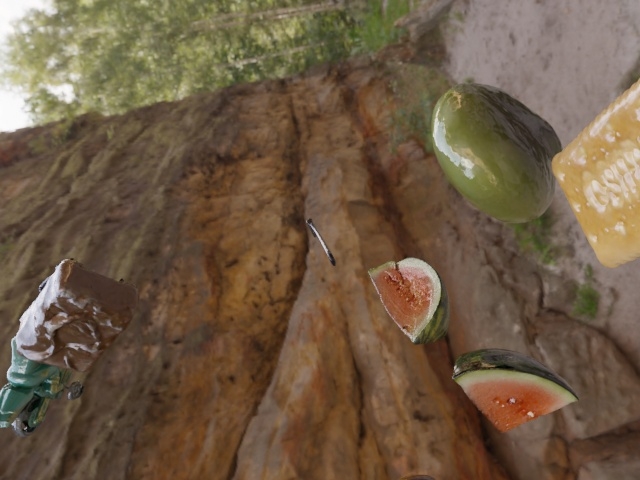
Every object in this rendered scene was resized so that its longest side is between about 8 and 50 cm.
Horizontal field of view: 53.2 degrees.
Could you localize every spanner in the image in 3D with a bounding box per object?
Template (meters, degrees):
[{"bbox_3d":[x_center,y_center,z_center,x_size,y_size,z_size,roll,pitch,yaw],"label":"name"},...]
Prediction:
[{"bbox_3d":[0.000,0.000,1.152,0.046,0.012,0.208,64,178,-24],"label":"spanner"}]

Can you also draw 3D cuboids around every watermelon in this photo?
[{"bbox_3d":[0.135,0.067,0.846,0.069,0.087,0.163,-69,27,25],"label":"watermelon"},{"bbox_3d":[0.302,0.219,1.039,0.145,0.193,0.137,-72,-7,-61],"label":"watermelon"}]

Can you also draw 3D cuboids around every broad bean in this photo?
[{"bbox_3d":[0.282,-0.138,0.998,0.119,0.291,0.238,-30,73,40],"label":"broad bean"}]

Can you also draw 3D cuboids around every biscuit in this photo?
[{"bbox_3d":[0.329,-0.064,0.675,0.249,0.030,0.160,104,144,-76],"label":"biscuit"}]

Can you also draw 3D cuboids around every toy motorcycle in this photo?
[{"bbox_3d":[-0.549,0.239,1.278,0.198,0.109,0.296,80,-157,-62],"label":"toy motorcycle"}]

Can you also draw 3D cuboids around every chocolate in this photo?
[{"bbox_3d":[-0.412,0.139,1.070,0.214,0.148,0.093,-48,29,29],"label":"chocolate"}]

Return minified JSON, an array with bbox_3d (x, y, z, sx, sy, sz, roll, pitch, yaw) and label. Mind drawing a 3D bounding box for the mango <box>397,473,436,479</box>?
[{"bbox_3d":[0.190,0.494,1.261,0.127,0.077,0.063,21,-109,-47],"label":"mango"}]
